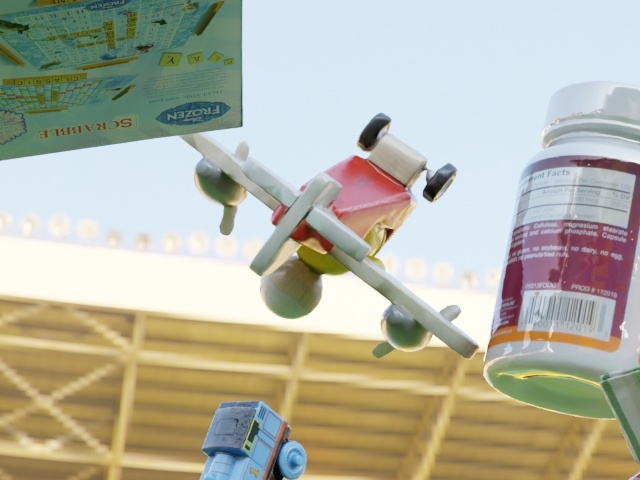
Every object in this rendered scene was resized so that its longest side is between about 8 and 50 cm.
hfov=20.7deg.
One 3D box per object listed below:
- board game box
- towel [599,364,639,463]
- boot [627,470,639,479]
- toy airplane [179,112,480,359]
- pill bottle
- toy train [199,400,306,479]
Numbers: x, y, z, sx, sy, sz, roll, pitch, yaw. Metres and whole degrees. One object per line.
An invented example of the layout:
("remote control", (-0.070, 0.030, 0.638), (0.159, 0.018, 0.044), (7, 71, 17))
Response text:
("board game box", (-0.241, -0.218, 1.859), (0.319, 0.066, 0.318), (-8, -34, -9))
("towel", (0.382, 0.174, 1.849), (0.152, 0.023, 0.113), (-19, -78, 36))
("boot", (0.346, 0.316, 1.888), (0.176, 0.088, 0.244), (-22, 10, 3))
("toy airplane", (0.000, 0.000, 2.279), (0.384, 0.386, 0.272), (18, -62, -28))
("pill bottle", (0.348, 0.011, 2.229), (0.224, 0.392, 0.224), (12, -19, 4))
("toy train", (-0.085, 0.264, 1.875), (0.080, 0.184, 0.105), (-7, -39, 43))
